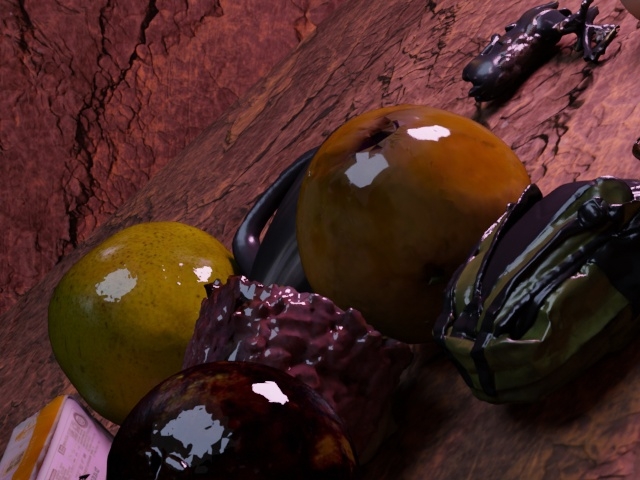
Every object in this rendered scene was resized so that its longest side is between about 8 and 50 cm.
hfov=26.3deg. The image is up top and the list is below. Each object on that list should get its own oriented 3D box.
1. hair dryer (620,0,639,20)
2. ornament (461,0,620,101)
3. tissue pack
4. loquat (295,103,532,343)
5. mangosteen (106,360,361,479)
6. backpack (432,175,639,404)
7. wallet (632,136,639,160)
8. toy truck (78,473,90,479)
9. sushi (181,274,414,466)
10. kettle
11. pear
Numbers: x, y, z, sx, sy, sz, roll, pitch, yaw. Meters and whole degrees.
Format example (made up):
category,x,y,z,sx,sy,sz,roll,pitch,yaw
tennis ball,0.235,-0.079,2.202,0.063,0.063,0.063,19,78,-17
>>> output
category,x,y,z,sx,sy,sz,roll,pitch,yaw
hair dryer,0.534,-0.426,1.762,0.203,0.128,0.362,-23,19,50
ornament,0.310,-0.267,1.909,0.202,0.080,0.236,-42,17,-8
tissue pack,-0.313,0.329,1.695,0.124,0.185,0.225,-38,17,17
loquat,0.103,-0.017,1.478,0.263,0.263,0.263,-38,18,15
mangosteen,-0.052,0.230,1.181,0.231,0.289,0.231,-16,60,30
backpack,0.219,0.041,1.281,0.253,0.140,0.207,-44,14,-18
wallet,0.405,-0.099,1.376,0.133,0.039,0.243,-40,17,6
toy truck,-0.201,0.300,1.501,0.253,0.114,0.124,-15,-20,-48
sushi,-0.027,0.153,1.422,0.270,0.236,0.171,-21,45,66
kettle,0.001,0.005,1.712,0.271,0.251,0.207,-50,-13,9
pear,-0.227,0.114,1.863,0.294,0.294,0.294,-38,18,15
